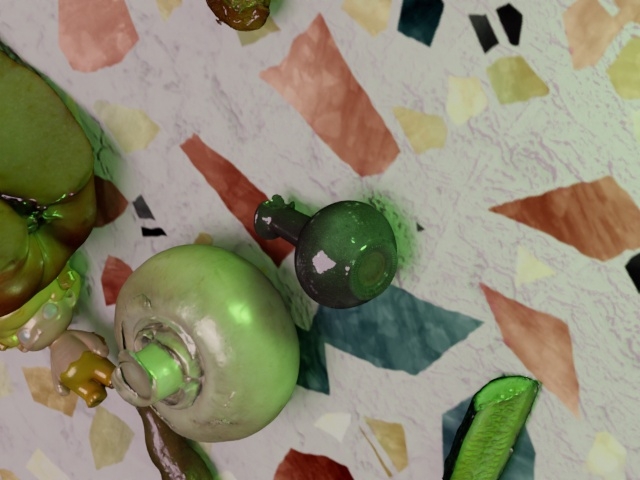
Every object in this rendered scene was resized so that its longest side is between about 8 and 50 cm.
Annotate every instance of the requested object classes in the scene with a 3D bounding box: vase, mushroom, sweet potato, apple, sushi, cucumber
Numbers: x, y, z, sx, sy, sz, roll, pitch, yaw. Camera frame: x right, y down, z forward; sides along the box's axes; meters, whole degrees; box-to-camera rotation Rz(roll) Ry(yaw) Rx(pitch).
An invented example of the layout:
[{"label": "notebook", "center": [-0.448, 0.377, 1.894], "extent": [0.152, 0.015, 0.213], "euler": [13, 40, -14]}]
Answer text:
[{"label": "vase", "center": [0.000, 0.000, 1.856], "extent": [0.183, 0.120, 0.120], "euler": [30, 129, 44]}, {"label": "mushroom", "center": [-0.148, 0.126, 1.972], "extent": [0.246, 0.202, 0.246], "euler": [28, 130, 39]}, {"label": "sweet potato", "center": [-0.167, 0.314, 2.173], "extent": [0.067, 0.067, 0.274], "euler": [-18, 102, 43]}, {"label": "apple", "center": [-0.459, -0.070, 2.046], "extent": [0.365, 0.295, 0.329], "euler": [28, 102, 12]}, {"label": "sushi", "center": [-0.091, -0.266, 1.824], "extent": [0.118, 0.061, 0.060], "euler": [30, 139, 26]}, {"label": "cucumber", "center": [0.169, 0.231, 1.859], "extent": [0.046, 0.070, 0.220], "euler": [57, 140, 45]}]

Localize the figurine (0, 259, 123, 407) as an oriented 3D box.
[{"label": "figurine", "center": [-0.348, 0.104, 2.177], "extent": [0.156, 0.131, 0.246], "euler": [-41, 80, 9]}]
